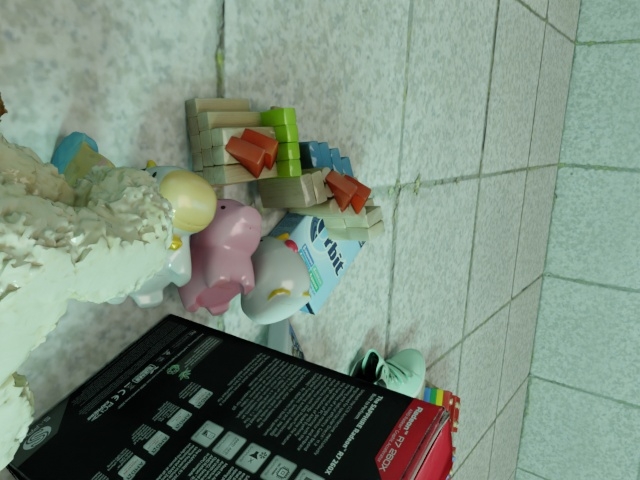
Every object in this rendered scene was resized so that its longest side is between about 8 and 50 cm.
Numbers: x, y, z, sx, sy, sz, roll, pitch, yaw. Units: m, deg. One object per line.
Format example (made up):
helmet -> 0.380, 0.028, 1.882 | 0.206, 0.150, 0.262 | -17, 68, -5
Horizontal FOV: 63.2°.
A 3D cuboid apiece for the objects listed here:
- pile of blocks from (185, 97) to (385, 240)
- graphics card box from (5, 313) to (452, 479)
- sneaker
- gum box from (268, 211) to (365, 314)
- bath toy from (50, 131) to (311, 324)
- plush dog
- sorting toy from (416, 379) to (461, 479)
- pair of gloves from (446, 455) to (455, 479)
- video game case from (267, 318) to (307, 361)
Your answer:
pile of blocks -> -0.007, -0.098, 0.703 | 0.362, 0.112, 0.149 | 21, 77, -47
graphics card box -> -0.094, 0.206, 0.484 | 0.233, 0.370, 0.094 | -44, 132, -41
sneaker -> 0.148, 0.272, 1.083 | 0.255, 0.094, 0.151 | -35, 133, -42
gum box -> 0.000, 0.000, 0.848 | 0.184, 0.041, 0.157 | -53, 137, -32
bath toy -> -0.133, 0.002, 0.597 | 0.151, 0.129, 0.348 | -38, 147, 19
plush dog -> -0.262, -0.002, 0.324 | 0.263, 0.225, 0.211 | -56, 165, -16
sorting toy -> 0.280, 0.485, 1.278 | 0.257, 0.089, 0.256 | 44, 53, -60
pair of gloves -> 0.195, 0.455, 1.144 | 0.159, 0.198, 0.023 | -29, 167, -19
video game case -> -0.025, 0.332, 0.762 | 0.329, 0.036, 0.300 | -90, 165, -53
